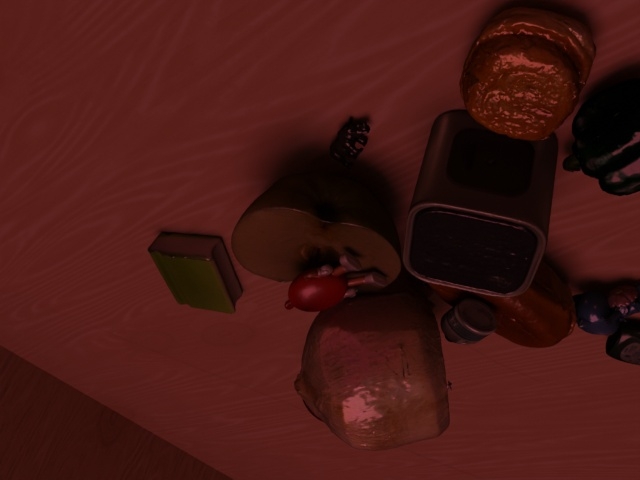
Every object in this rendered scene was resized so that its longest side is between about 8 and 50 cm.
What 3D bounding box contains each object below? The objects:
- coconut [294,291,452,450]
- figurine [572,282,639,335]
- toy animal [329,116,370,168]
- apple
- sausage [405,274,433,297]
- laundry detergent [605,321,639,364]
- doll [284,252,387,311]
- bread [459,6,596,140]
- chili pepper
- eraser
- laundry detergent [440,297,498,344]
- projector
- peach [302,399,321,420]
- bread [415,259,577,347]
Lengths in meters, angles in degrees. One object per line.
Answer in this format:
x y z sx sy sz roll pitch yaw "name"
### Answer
0.119 0.315 1.709 0.405 0.404 0.404 12 144 9 "coconut"
0.676 0.163 1.610 0.178 0.114 0.144 -25 138 25 "figurine"
0.063 -0.207 1.452 0.065 0.047 0.135 32 149 -4 "toy animal"
0.000 0.000 1.551 0.311 0.320 0.360 53 156 18 "apple"
0.255 0.117 1.801 0.083 0.034 0.034 37 141 -22 "sausage"
0.822 0.262 1.714 0.211 0.063 0.137 13 138 8 "laundry detergent"
0.018 0.101 1.563 0.217 0.085 0.183 -29 142 26 "doll"
0.338 -0.274 1.175 0.198 0.120 0.236 18 144 4 "bread"
0.516 -0.161 1.215 0.174 0.165 0.261 19 148 -21 "chili pepper"
-0.353 0.093 2.000 0.210 0.092 0.274 6 144 18 "eraser"
0.327 0.196 1.602 0.099 0.070 0.225 27 161 5 "laundry detergent"
0.307 -0.068 1.352 0.248 0.249 0.248 12 144 11 "projector"
0.052 0.468 2.218 0.243 0.199 0.243 4 139 4 "peach"
0.401 0.103 1.592 0.389 0.183 0.236 27 146 -11 "bread"
